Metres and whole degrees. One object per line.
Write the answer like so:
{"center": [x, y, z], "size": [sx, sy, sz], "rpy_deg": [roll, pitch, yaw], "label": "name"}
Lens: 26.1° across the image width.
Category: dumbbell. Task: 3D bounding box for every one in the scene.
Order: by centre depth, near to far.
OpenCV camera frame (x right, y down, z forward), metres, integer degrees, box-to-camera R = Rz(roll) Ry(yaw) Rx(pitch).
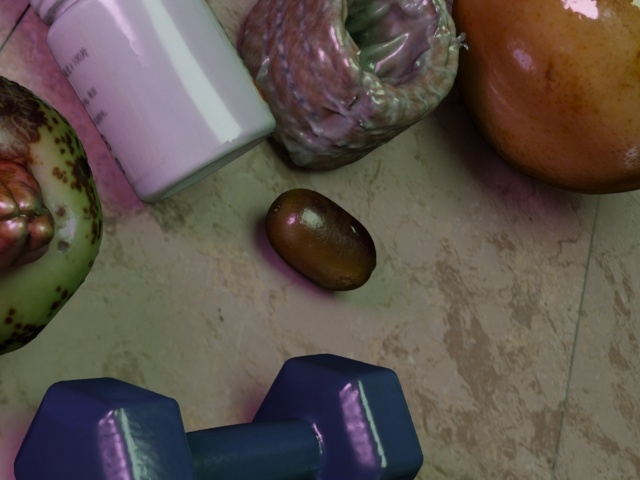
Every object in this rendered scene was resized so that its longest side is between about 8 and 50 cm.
{"center": [-0.071, 0.173, 1.072], "size": [0.325, 0.144, 0.160], "rpy_deg": [0, 69, -47], "label": "dumbbell"}

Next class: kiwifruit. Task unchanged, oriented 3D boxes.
{"center": [0.000, 0.000, 1.302], "size": [0.124, 0.075, 0.075], "rpy_deg": [36, 46, -32], "label": "kiwifruit"}

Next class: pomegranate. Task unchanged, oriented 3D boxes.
{"center": [-0.242, -0.016, 0.935], "size": [0.214, 0.248, 0.214], "rpy_deg": [-4, 97, -30], "label": "pomegranate"}
{"center": [0.357, -0.231, 1.551], "size": [0.416, 0.416, 0.417], "rpy_deg": [24, 52, -35], "label": "pomegranate"}

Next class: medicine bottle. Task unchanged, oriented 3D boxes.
{"center": [-0.156, -0.169, 1.188], "size": [0.144, 0.144, 0.252], "rpy_deg": [-34, 95, -50], "label": "medicine bottle"}

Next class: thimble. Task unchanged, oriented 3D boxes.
{"center": [0.031, -0.193, 1.391], "size": [0.196, 0.148, 0.229], "rpy_deg": [51, 39, -9], "label": "thimble"}
